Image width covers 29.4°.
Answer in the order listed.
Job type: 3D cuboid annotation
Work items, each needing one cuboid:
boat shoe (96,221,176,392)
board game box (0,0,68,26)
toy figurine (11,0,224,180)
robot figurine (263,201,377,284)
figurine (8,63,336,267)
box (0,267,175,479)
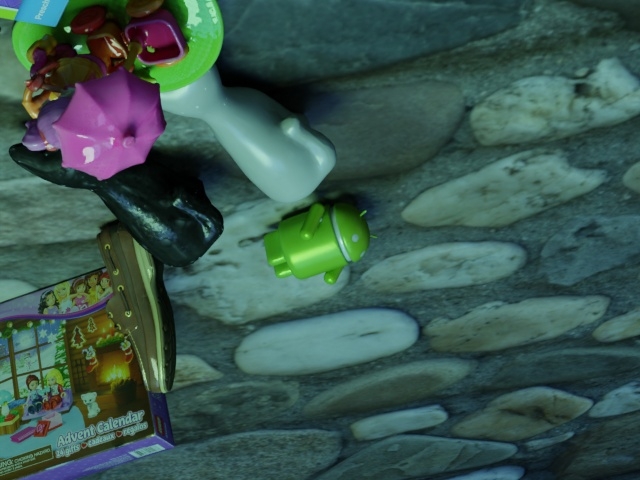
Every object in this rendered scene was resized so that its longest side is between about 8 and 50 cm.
[{"bbox_3d":[-0.184,0.067,1.225,0.060,0.178,0.064,-10,179,5],"label":"boat shoe"},{"bbox_3d":[-0.207,-0.276,0.678,0.233,0.078,0.347,5,147,-31],"label":"board game box"},{"bbox_3d":[-0.166,-0.111,0.878,0.173,0.159,0.130,-11,130,17],"label":"toy figurine"},{"bbox_3d":[0.000,0.000,1.282,0.115,0.067,0.101,-18,139,7],"label":"robot figurine"},{"bbox_3d":[-0.127,-0.081,1.067,0.215,0.092,0.209,-29,144,24],"label":"figurine"},{"bbox_3d":[-0.313,0.162,1.294,0.293,0.201,0.057,-19,153,9],"label":"box"}]
